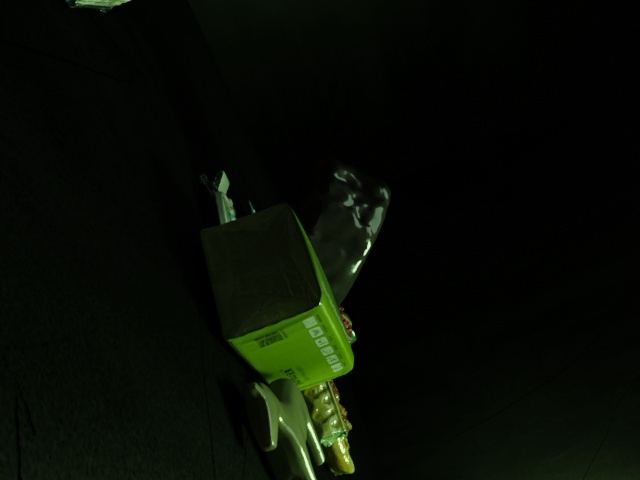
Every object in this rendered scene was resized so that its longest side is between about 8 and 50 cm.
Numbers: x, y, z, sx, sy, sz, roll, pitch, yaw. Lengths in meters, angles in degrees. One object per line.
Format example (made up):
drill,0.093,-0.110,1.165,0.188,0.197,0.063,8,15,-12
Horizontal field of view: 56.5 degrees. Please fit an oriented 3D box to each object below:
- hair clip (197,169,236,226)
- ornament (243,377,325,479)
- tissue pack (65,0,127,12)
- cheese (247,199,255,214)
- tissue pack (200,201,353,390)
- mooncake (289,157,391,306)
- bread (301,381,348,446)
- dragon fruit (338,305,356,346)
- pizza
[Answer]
hair clip,-0.186,-0.037,1.134,0.140,0.054,0.220,79,-5,-58
ornament,-0.053,0.278,0.859,0.230,0.061,0.245,-98,167,-77
tissue pack,-0.319,-0.399,0.787,0.235,0.073,0.173,-108,178,-69
cheese,-0.165,-0.018,1.576,0.244,0.052,0.135,-112,-178,-64
tissue pack,-0.064,0.106,0.976,0.274,0.167,0.200,69,2,-57
mooncake,0.000,0.000,1.354,0.212,0.381,0.350,26,-6,-11
bread,-0.024,0.300,1.265,0.087,0.098,0.269,-47,-126,43
dragon fruit,0.012,0.265,1.701,0.188,0.182,0.182,57,9,-52
pizza,0.009,0.382,1.404,0.226,0.086,0.335,62,4,-67
